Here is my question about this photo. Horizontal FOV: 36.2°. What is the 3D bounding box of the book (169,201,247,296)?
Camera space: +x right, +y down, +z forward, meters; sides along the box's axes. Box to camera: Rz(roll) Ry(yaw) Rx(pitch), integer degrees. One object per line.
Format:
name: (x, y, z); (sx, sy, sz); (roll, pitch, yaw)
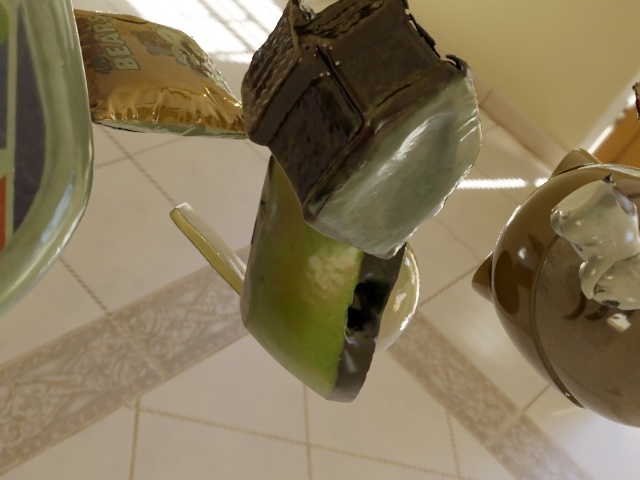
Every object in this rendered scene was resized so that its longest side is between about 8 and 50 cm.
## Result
book: (-0.180, 0.017, 1.681); (0.201, 0.026, 0.289); (48, 0, -7)

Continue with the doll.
doll: (0.372, 0.012, 1.269); (0.110, 0.107, 0.180); (-111, 175, -80)

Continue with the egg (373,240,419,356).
egg: (0.049, 0.084, 1.865); (0.283, 0.345, 0.283); (9, 56, -14)

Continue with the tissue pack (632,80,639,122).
tissue pack: (0.452, -0.158, 1.175); (0.149, 0.099, 0.106); (-19, 96, -49)

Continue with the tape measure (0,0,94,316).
tape measure: (-0.242, -0.054, 0.489); (0.246, 0.243, 0.125); (-2, 9, -39)

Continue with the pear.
pear: (-0.003, -0.002, 1.248); (0.165, 0.398, 0.398); (13, 41, -4)

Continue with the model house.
model house: (0.020, -0.091, 0.611); (0.106, 0.165, 0.152); (-3, 52, -47)

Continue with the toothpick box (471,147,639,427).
toothpick box: (0.505, 0.076, 1.669); (0.409, 0.409, 0.425); (-8, 37, -39)

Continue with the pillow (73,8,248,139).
pillow: (-0.281, -0.271, 1.592); (0.312, 0.119, 0.310); (1, 43, -40)
